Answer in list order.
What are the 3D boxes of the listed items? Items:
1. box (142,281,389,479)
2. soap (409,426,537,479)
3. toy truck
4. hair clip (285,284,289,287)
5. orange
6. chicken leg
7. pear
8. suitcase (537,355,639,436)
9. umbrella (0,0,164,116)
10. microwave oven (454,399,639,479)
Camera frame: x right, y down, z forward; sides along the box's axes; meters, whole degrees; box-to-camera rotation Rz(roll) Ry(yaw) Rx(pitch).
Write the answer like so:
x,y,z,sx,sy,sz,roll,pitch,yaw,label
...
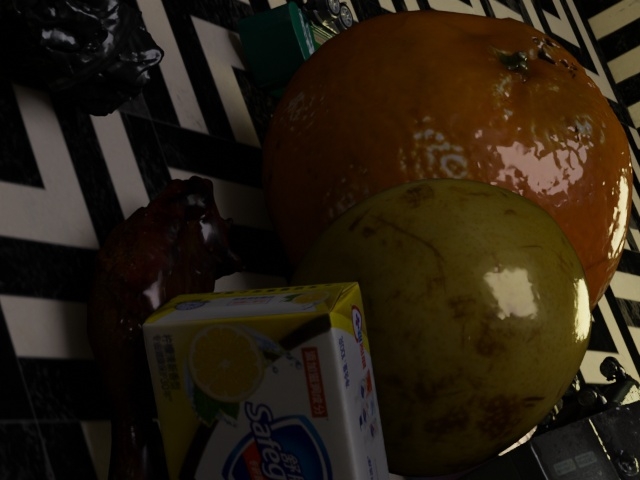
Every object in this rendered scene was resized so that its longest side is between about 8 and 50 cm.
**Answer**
x,y,z,sx,sy,sz,roll,pitch,yaw,label
-0.036,0.172,1.312,0.097,0.168,0.265,-39,124,-68,box
0.168,0.167,1.905,0.193,0.109,0.324,48,28,-26,soap
0.000,-0.225,1.989,0.253,0.114,0.124,26,56,-53,toy truck
-0.018,0.131,1.649,0.116,0.049,0.172,3,64,-57,hair clip
0.145,-0.069,1.745,0.424,0.326,0.424,22,37,-18,orange
-0.151,0.076,1.398,0.407,0.096,0.158,-82,154,-48,chicken leg
0.105,0.076,1.444,0.281,0.281,0.280,45,29,-34,pear
0.414,0.330,2.193,0.312,0.128,0.202,62,24,0,suitcase
-0.279,-0.251,1.443,0.336,0.128,0.154,45,31,-27,umbrella
0.286,0.314,1.586,0.432,0.374,0.236,-10,68,-43,microwave oven
